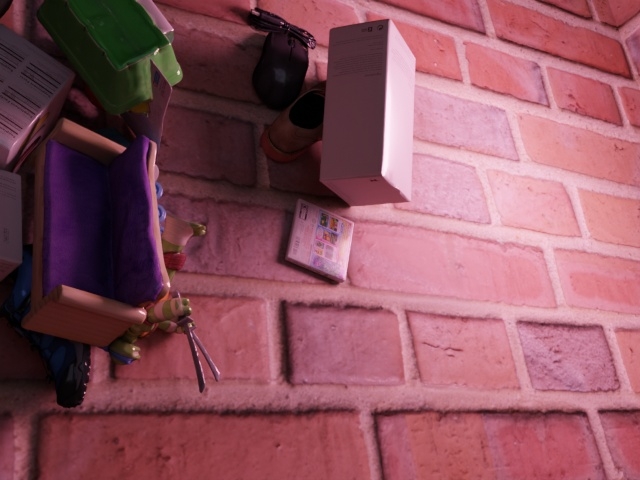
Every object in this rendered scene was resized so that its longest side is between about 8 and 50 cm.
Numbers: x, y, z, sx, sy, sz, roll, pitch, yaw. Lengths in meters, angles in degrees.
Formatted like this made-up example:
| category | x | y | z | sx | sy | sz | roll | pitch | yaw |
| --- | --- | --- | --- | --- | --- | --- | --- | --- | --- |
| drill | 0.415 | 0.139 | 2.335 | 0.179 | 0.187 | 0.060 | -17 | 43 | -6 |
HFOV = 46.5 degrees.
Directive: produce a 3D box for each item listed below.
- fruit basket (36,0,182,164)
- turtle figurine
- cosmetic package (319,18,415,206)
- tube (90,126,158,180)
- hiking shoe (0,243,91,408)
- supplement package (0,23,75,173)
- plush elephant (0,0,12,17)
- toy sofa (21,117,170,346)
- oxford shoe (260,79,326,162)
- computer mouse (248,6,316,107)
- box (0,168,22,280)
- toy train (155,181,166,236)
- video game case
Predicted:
| category | x | y | z | sx | sy | sz | roll | pitch | yaw |
| --- | --- | --- | --- | --- | --- | --- | --- | --- | --- |
| fruit basket | -0.374 | -0.331 | 1.363 | 0.165 | 0.353 | 0.327 | -36 | 86 | -16 |
| turtle figurine | -0.236 | 0.106 | 1.293 | 0.198 | 0.275 | 0.266 | 31 | 74 | -65 |
| cosmetic package | 0.112 | -0.277 | 1.661 | 0.197 | 0.155 | 0.365 | 35 | 57 | -61 |
| tube | -0.382 | -0.169 | 1.416 | 0.080 | 0.052 | 0.207 | -13 | 39 | -40 |
| hiking shoe | -0.458 | 0.139 | 1.226 | 0.132 | 0.113 | 0.304 | -6 | 59 | -26 |
| supplement package | -0.558 | -0.215 | 1.284 | 0.149 | 0.194 | 0.203 | 34 | 53 | -13 |
| plush elephant | -0.709 | -0.335 | 1.204 | 0.255 | 0.272 | 0.330 | 36 | 55 | -16 |
| toy sofa | -0.367 | -0.029 | 1.202 | 0.150 | 0.177 | 0.362 | 25 | 40 | -42 |
| oxford shoe | 0.009 | -0.304 | 1.722 | 0.123 | 0.130 | 0.348 | 44 | 51 | -4 |
| computer mouse | -0.091 | -0.438 | 1.771 | 0.189 | 0.072 | 0.272 | 20 | 56 | -23 |
| box | -0.573 | -0.033 | 1.154 | 0.181 | 0.119 | 0.181 | 24 | 41 | -47 |
| toy train | -0.347 | -0.038 | 1.398 | 0.105 | 0.080 | 0.184 | -3 | 66 | -25 |
| video game case | 0.000 | 0.000 | 1.627 | 0.143 | 0.019 | 0.157 | 24 | 54 | -20 |
